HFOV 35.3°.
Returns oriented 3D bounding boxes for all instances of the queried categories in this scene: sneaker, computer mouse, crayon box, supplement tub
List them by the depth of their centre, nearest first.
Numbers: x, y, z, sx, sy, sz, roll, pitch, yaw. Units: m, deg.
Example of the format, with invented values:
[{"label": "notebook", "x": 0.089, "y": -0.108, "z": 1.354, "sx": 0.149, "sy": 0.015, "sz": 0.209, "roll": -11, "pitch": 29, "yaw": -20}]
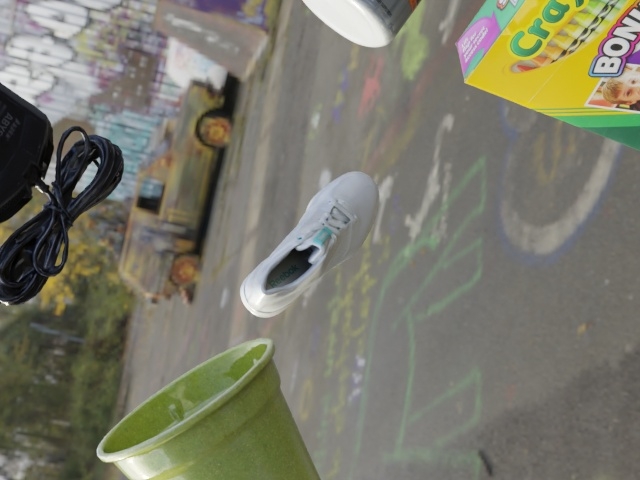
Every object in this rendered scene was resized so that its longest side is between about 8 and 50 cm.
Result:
[{"label": "computer mouse", "x": -0.321, "y": -0.084, "z": 0.883, "sx": 0.072, "sy": 0.272, "sz": 0.188, "roll": 0, "pitch": 52, "yaw": 50}, {"label": "sneaker", "x": 0.000, "y": 0.000, "z": 1.126, "sx": 0.212, "sy": 0.080, "sz": 0.094, "roll": -49, "pitch": -1, "yaw": -18}, {"label": "crayon box", "x": 0.408, "y": -0.314, "z": 1.321, "sx": 0.363, "sy": 0.313, "sz": 0.106, "roll": -55, "pitch": 28, "yaw": 40}, {"label": "supplement tub", "x": 0.126, "y": -0.522, "z": 1.743, "sx": 0.338, "sy": 0.207, "sz": 0.207, "roll": -55, "pitch": 11, "yaw": -7}]

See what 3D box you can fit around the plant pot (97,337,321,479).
[{"label": "plant pot", "x": -0.118, "y": 0.313, "z": 1.366, "sx": 0.254, "sy": 0.276, "sz": 0.276, "roll": 59, "pitch": 169, "yaw": -7}]
